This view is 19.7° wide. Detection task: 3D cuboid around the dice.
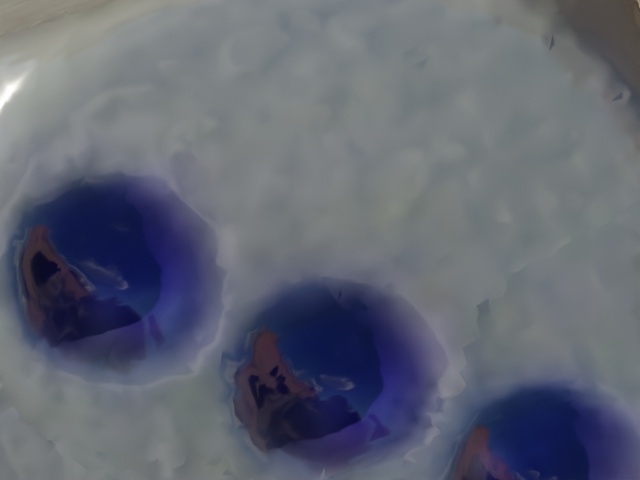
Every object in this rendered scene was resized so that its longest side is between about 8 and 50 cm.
[{"bbox_3d":[0.000,0.000,0.666,0.243,0.251,0.259,-98,-13,-71],"label":"dice"}]
